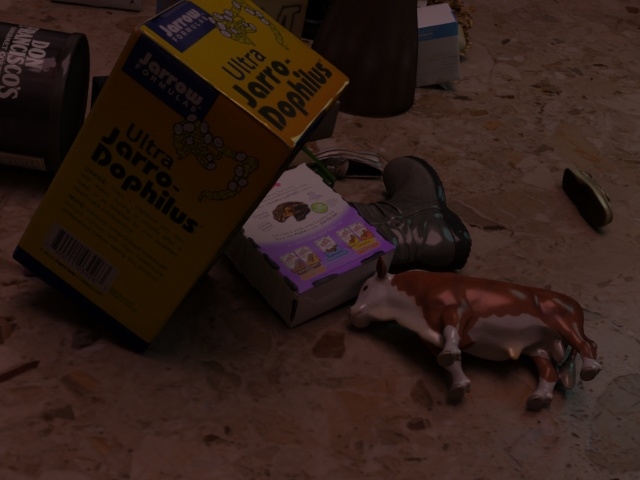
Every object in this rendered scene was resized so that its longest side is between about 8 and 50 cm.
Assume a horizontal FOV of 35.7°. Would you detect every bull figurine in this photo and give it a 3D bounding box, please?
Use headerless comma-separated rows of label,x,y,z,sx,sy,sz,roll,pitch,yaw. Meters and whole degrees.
bull figurine,0.193,0.109,1.233,0.310,0.101,0.188,4,38,-9

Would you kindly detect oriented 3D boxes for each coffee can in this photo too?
coffee can,-0.478,-0.210,1.383,0.275,0.201,0.201,9,34,-5

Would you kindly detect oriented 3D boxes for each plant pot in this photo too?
plant pot,0.088,-0.374,1.788,0.215,0.230,0.215,9,33,-6

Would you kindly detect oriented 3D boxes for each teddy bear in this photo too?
teddy bear,0.211,-0.491,2.135,0.245,0.113,0.338,-12,48,-22

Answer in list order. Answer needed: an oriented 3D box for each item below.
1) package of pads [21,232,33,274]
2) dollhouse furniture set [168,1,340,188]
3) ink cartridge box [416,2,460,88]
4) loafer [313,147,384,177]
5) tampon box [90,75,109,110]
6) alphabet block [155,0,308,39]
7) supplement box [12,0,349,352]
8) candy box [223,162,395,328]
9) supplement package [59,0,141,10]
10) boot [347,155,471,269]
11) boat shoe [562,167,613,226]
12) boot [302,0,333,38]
package of pads,-0.329,0.014,1.238,0.083,0.050,0.032,-3,37,-21
dollhouse furniture set,-0.106,-0.212,1.499,0.151,0.197,0.301,-14,46,-32
ink cartridge box,0.214,-0.367,1.912,0.090,0.143,0.092,-9,36,-1
loafer,0.043,-0.118,1.567,0.125,0.045,0.039,-3,43,-27
tampon box,-0.262,-0.168,1.482,0.120,0.101,0.161,-8,38,-29
alphabet block,-0.160,-0.401,1.765,0.197,0.193,0.192,-14,40,-38
supplement box,-0.161,-0.080,1.121,0.195,0.356,0.194,37,36,-3
candy box,-0.029,0.000,1.308,0.165,0.070,0.196,-23,54,-33
supplement package,-0.443,-0.607,2.001,0.178,0.175,0.293,4,35,-15
boot,0.101,-0.048,1.434,0.161,0.083,0.246,2,37,-25
boat shoe,0.445,-0.073,1.624,0.048,0.056,0.153,-1,29,-12
boot,-0.084,-0.588,2.016,0.348,0.260,0.131,25,36,17
